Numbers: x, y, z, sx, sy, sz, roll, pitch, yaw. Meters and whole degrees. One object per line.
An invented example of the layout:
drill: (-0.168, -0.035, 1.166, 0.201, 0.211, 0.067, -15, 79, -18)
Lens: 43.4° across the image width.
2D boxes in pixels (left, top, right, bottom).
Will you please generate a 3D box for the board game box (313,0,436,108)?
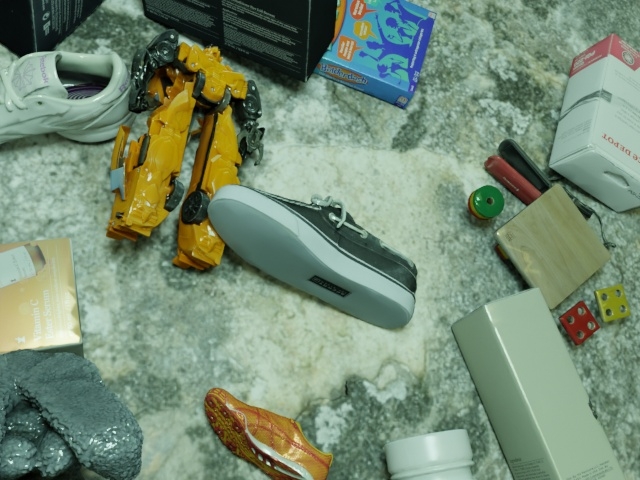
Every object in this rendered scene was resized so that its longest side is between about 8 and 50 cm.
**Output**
board game box: (0.055, -0.308, 1.204, 0.210, 0.047, 0.160, 19, 66, -6)

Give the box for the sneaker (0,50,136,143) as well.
sneaker: (-0.377, -0.180, 0.976, 0.305, 0.152, 0.114, -12, 75, -18)

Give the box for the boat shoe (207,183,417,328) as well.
boat shoe: (0.003, -0.001, 1.019, 0.306, 0.113, 0.105, 28, 55, -18)

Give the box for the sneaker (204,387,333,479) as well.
sneaker: (-0.065, 0.233, 0.964, 0.175, 0.064, 0.067, 40, 44, -4)

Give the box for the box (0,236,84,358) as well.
box: (-0.363, 0.078, 0.913, 0.170, 0.091, 0.130, -7, 72, -19)

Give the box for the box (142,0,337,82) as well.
box: (-0.111, -0.346, 1.066, 0.261, 0.184, 0.103, 24, 67, 9)

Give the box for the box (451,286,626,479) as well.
box: (0.276, 0.209, 1.033, 0.094, 0.113, 0.275, -15, 75, -21)

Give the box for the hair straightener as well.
hair straightener: (0.355, -0.072, 1.198, 0.230, 0.047, 0.089, 40, 65, 2)

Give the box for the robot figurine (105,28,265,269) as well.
robot figurine: (-0.173, -0.121, 1.024, 0.211, 0.085, 0.291, 28, 59, -38)

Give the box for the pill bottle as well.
pill bottle: (0.146, 0.343, 0.932, 0.131, 0.131, 0.229, -4, 71, -17)

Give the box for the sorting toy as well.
sorting toy: (0.328, 0.018, 1.146, 0.132, 0.046, 0.274, -36, 90, -20)

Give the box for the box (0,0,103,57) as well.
box: (-0.414, -0.469, 1.062, 0.343, 0.179, 0.312, 34, 63, -1)

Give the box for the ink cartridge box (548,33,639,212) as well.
ink cartridge box: (0.451, -0.175, 1.225, 0.158, 0.092, 0.218, 29, 62, -19)

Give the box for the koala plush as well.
koala plush: (-0.288, 0.246, 0.823, 0.196, 0.221, 0.203, -14, 31, -24)
